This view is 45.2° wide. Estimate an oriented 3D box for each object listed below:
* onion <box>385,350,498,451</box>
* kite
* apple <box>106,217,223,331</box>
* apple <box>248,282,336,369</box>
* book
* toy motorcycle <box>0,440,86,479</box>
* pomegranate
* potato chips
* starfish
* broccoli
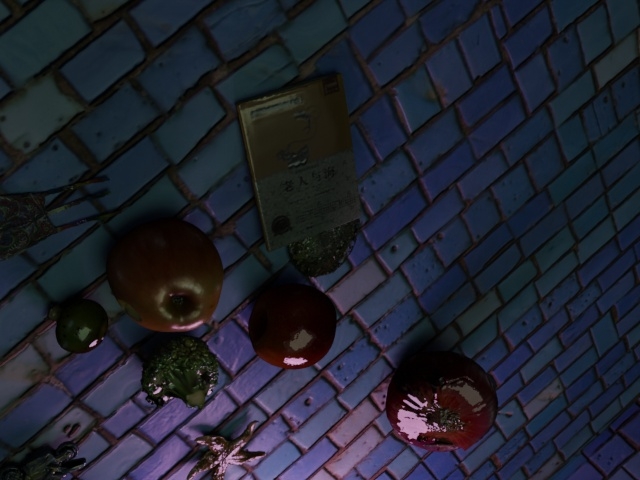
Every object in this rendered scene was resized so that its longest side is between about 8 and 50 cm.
[{"bbox_3d":[0.372,0.476,2.376,0.348,0.285,0.347,6,116,12],"label":"onion"},{"bbox_3d":[-0.564,-0.057,1.609,0.285,0.015,0.152,-18,128,-19],"label":"kite"},{"bbox_3d":[-0.336,0.078,1.680,0.242,0.241,0.242,-17,128,-24],"label":"apple"},{"bbox_3d":[-0.069,0.217,1.951,0.201,0.218,0.218,12,110,-29],"label":"apple"},{"bbox_3d":[-0.042,-0.180,1.826,0.269,0.032,0.389,-22,121,-18],"label":"book"},{"bbox_3d":[-0.671,0.565,1.877,0.193,0.061,0.124,-21,120,-13],"label":"toy motorcycle"},{"bbox_3d":[-0.535,0.186,1.711,0.130,0.130,0.130,-15,124,-24],"label":"pomegranate"},{"bbox_3d":[0.002,0.002,1.987,0.220,0.029,0.202,29,100,-41],"label":"potato chips"},{"bbox_3d":[-0.270,0.604,2.154,0.236,0.062,0.277,22,106,-38],"label":"starfish"},{"bbox_3d":[-0.340,0.332,1.877,0.198,0.176,0.226,-25,113,-12],"label":"broccoli"}]
